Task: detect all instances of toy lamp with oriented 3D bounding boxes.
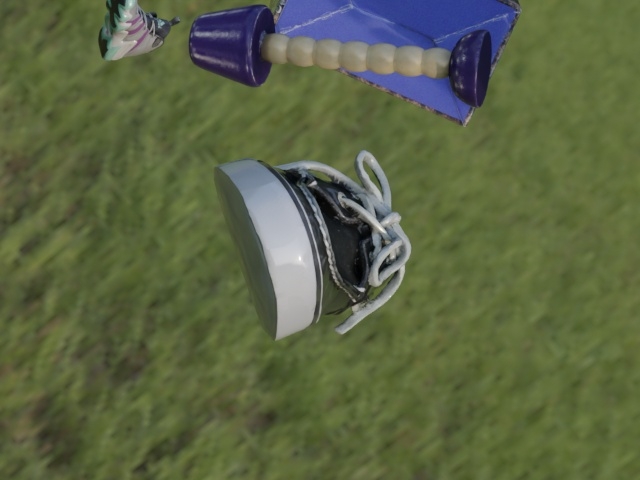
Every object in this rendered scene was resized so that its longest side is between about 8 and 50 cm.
[{"bbox_3d":[0.015,-0.169,1.657,0.080,0.274,0.080,8,90,-76],"label":"toy lamp"}]

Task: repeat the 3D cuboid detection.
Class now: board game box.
[{"bbox_3d":[0.076,-0.268,1.976,0.232,0.141,0.291,23,19,-8],"label":"board game box"}]

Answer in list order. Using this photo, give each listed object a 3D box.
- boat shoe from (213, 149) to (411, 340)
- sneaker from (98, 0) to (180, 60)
[{"bbox_3d":[0.001,0.004,1.133,0.306,0.105,0.113,83,-12,-79],"label":"boat shoe"},{"bbox_3d":[-0.156,-0.196,1.617,0.069,0.098,0.038,-7,70,-21],"label":"sneaker"}]
